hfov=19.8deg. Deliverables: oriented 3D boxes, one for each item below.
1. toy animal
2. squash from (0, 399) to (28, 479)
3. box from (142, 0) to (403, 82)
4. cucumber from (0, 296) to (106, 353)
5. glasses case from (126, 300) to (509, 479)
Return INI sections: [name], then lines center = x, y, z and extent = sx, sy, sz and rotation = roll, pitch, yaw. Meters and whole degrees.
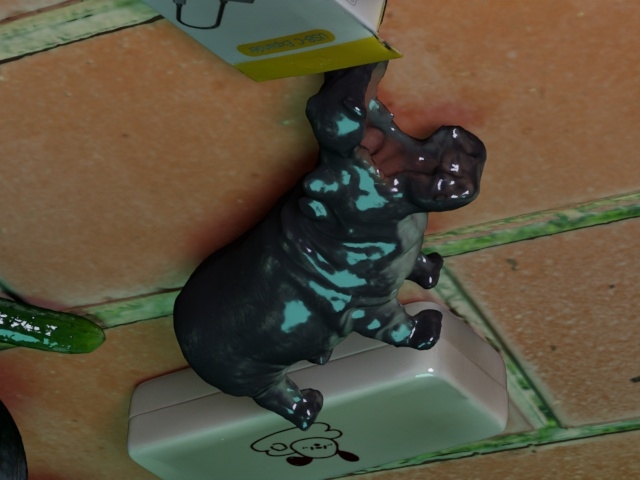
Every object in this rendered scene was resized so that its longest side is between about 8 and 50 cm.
[toy animal]
center = 0.017, 0.003, 1.275
extent = 0.168, 0.106, 0.343
rotation = 20, 138, -13
[squash]
center = -0.348, 0.202, 1.532
extent = 0.172, 0.218, 0.218
rotation = 39, 149, 13
[box]
center = -0.070, -0.168, 1.046
extent = 0.129, 0.033, 0.247
rotation = -6, 151, 41
[cucumber]
center = -0.244, 0.066, 1.452
extent = 0.155, 0.037, 0.037
rotation = 12, 147, -16
[glasses case]
center = -0.006, 0.140, 1.521
extent = 0.313, 0.070, 0.131
rotation = -17, 143, 29
